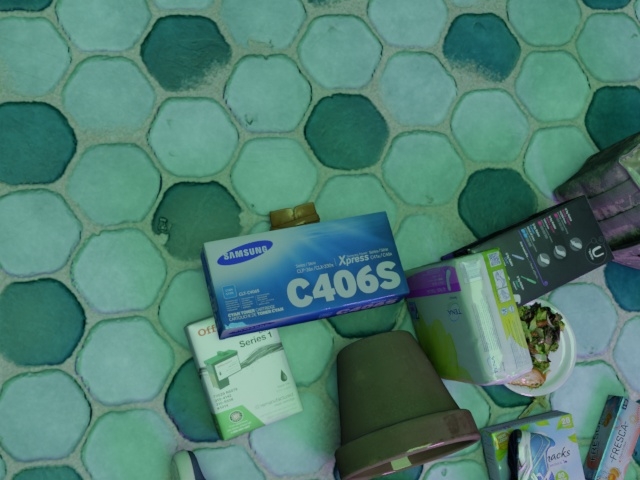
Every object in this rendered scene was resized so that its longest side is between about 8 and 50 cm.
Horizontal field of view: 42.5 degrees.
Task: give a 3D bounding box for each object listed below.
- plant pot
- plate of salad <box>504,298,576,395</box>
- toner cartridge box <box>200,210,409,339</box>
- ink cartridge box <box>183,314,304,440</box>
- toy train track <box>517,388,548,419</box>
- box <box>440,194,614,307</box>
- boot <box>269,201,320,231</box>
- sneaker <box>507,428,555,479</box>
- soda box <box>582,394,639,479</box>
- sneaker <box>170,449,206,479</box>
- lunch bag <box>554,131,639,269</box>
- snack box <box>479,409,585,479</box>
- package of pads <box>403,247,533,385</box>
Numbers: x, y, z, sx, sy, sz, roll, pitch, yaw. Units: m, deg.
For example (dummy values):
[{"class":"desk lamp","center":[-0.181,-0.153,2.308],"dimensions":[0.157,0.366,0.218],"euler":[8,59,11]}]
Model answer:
[{"class":"plant pot","center":[0.132,0.293,1.504],"dimensions":[0.263,0.263,0.229],"euler":[-12,69,-13]},{"class":"plate of salad","center":[0.428,0.212,1.655],"dimensions":[0.200,0.048,0.200],"euler":[2,78,-11]},{"class":"toner cartridge box","center":[-0.028,0.060,1.489],"dimensions":[0.348,0.075,0.165],"euler":[-11,72,-16]},{"class":"ink cartridge box","center":[-0.143,0.233,1.516],"dimensions":[0.160,0.092,0.219],"euler":[-19,87,-14]},{"class":"toy train track","center":[0.428,0.332,1.664],"dimensions":[0.083,0.014,0.048],"euler":[-45,101,-7]},{"class":"box","center":[0.402,0.036,1.615],"dimensions":[0.270,0.165,0.143],"euler":[-24,88,-13]},{"class":"boot","center":[0.000,0.000,1.587],"dimensions":[0.197,0.073,0.152],"euler":[-8,81,-15]},{"class":"sneaker","center":[0.395,0.462,1.534],"dimensions":[0.081,0.080,0.211],"euler":[4,87,-4]},{"class":"soda box","center":[0.593,0.409,1.665],"dimensions":[0.063,0.058,0.183],"euler":[26,78,-8]},{"class":"sneaker","center":[-0.152,0.520,1.472],"dimensions":[0.148,0.131,0.350],"euler":[-22,94,-20]},{"class":"lunch bag","center":[0.651,-0.056,1.641],"dimensions":[0.169,0.235,0.287],"euler":[-41,92,-19]},{"class":"snack box","center":[0.422,0.455,1.616],"dimensions":[0.174,0.070,0.207],"euler":[-11,87,-12]},{"class":"package of pads","center":[0.257,0.146,1.504],"dimensions":[0.101,0.296,0.229],"euler":[-15,87,-15]}]
